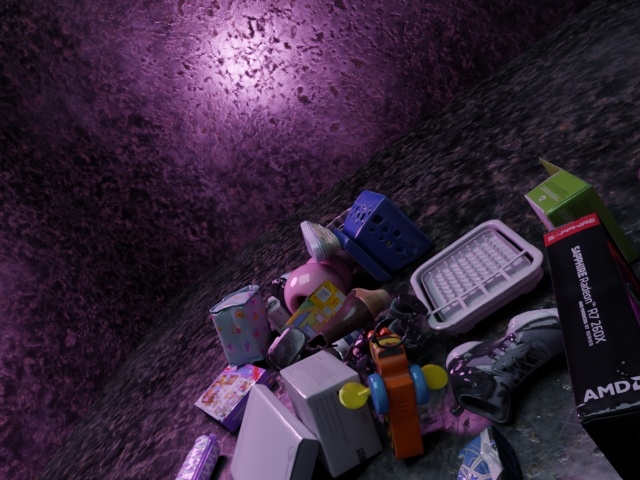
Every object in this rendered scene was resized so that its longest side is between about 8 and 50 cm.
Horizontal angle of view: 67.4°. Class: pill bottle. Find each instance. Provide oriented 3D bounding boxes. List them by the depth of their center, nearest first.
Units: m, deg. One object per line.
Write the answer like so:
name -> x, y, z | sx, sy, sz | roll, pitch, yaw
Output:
pill bottle -> 0.087, 0.270, 1.338 | 0.120, 0.067, 0.067 | -41, 16, -4

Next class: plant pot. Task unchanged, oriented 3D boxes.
plant pot -> 0.186, -0.009, 1.591 | 0.212, 0.236, 0.236 | -47, 15, 0

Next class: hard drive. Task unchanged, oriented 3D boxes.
hard drive -> -0.116, 0.484, 1.061 | 0.353, 0.047, 0.232 | 3, 77, 67

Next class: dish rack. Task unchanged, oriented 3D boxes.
dish rack -> 0.374, 0.091, 1.167 | 0.286, 0.072, 0.332 | -38, 16, 11

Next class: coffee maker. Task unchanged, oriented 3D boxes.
coffee maker -> -0.045, 0.326, 1.233 | 0.120, 0.178, 0.171 | -1, 64, 40

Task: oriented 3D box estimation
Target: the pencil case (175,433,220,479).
pencil case -> -0.337, 0.628, 1.288 | 0.206, 0.087, 0.088 | -73, 2, -60

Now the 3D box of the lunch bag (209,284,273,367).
lunch bag -> -0.263, 0.294, 1.723 | 0.160, 0.223, 0.262 | -17, 9, 12

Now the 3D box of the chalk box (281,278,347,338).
chalk box -> -0.014, 0.246, 1.424 | 0.213, 0.132, 0.132 | -53, -8, 36

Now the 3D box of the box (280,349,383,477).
box -> 0.018, 0.354, 1.012 | 0.119, 0.180, 0.182 | -22, 10, -19

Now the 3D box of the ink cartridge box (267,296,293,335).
ink cartridge box -> -0.142, 0.274, 1.782 | 0.060, 0.104, 0.180 | -37, 17, 6

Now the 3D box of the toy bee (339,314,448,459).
toy bee -> 0.143, 0.242, 0.898 | 0.162, 0.196, 0.298 | -110, 31, -68

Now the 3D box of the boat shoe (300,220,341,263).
boat shoe -> 0.000, 0.000, 1.621 | 0.094, 0.109, 0.302 | -18, 21, -5

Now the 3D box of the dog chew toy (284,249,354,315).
dog chew toy -> 0.015, 0.138, 1.643 | 0.207, 0.206, 0.332 | -29, 12, 34

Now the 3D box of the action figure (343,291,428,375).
action figure -> 0.155, 0.240, 1.185 | 0.185, 0.099, 0.285 | -60, 5, -36

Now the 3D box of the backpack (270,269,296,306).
backpack -> -0.075, 0.175, 1.774 | 0.182, 0.152, 0.115 | -13, -47, -48

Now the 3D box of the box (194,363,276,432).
box -> -0.285, 0.500, 1.575 | 0.201, 0.057, 0.293 | -48, 18, -25

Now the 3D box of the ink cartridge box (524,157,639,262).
ink cartridge box -> 0.520, -0.053, 1.017 | 0.097, 0.188, 0.255 | -37, 14, 15

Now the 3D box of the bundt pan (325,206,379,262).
bundt pan -> 0.123, -0.012, 1.919 | 0.331, 0.124, 0.330 | -37, 15, 12

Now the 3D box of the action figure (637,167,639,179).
action figure -> 0.639, -0.131, 0.849 | 0.248, 0.276, 0.370 | -29, 32, 52

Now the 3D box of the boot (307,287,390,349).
boot -> 0.047, 0.200, 1.200 | 0.207, 0.090, 0.248 | -30, -6, -23

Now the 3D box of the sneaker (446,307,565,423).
sneaker -> 0.337, 0.228, 0.838 | 0.269, 0.101, 0.153 | -36, 16, 34

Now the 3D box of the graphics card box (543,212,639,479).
graphics card box -> 0.408, 0.150, 0.637 | 0.094, 0.232, 0.370 | -29, 18, 33

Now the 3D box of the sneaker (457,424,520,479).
sneaker -> 0.251, 0.370, 0.700 | 0.081, 0.080, 0.211 | -41, 5, 20
